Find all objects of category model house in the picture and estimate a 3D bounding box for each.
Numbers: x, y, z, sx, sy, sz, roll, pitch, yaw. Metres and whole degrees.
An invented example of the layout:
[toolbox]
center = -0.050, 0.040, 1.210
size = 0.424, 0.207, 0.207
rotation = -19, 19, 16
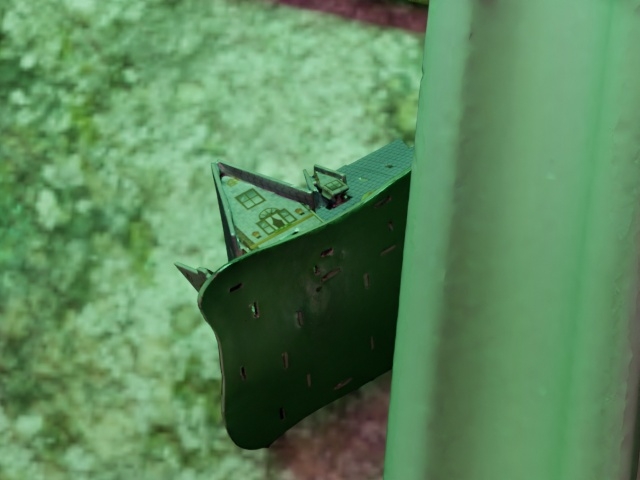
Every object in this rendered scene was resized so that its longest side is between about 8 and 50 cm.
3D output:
[model house]
center = 0.000, 0.000, 0.767
size = 0.167, 0.117, 0.088
rotation = -30, 47, -21

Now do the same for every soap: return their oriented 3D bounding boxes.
[soap]
center = 0.091, 0.040, 0.662
size = 0.095, 0.173, 0.289
rotation = 7, 99, 19

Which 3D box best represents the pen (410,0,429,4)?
[pen]
center = -0.024, -0.152, 0.853
size = 0.233, 0.032, 0.040
rotation = 14, 54, 9
